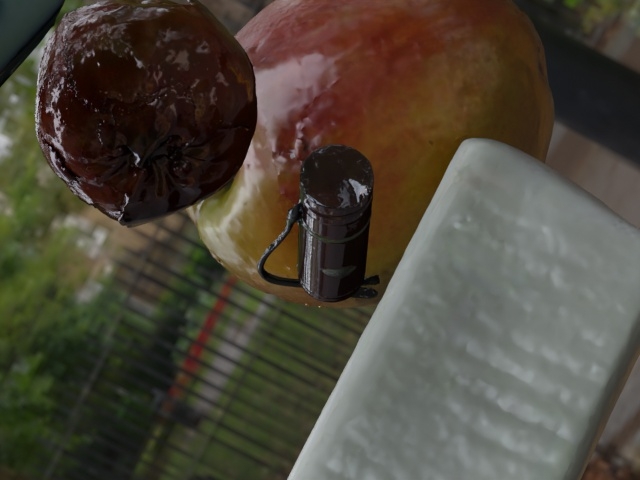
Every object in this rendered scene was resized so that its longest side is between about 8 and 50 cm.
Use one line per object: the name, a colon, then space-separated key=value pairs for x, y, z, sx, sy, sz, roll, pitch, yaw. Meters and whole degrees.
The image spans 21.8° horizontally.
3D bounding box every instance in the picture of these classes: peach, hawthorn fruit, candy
peach: x=0.053 y=-0.100 z=1.549 sx=0.372 sy=0.290 sz=0.373 roll=-24 pitch=-42 yaw=-24
hawthorn fruit: x=-0.115 y=-0.099 z=1.072 sx=0.148 sy=0.148 sz=0.172 roll=-61 pitch=29 yaw=31
candy: x=0.122 y=0.115 z=1.296 sx=0.359 sy=0.208 sz=0.145 roll=-61 pitch=-11 yaw=-15

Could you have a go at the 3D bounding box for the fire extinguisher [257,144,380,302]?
fire extinguisher: x=0.000 y=0.000 z=1.010 sx=0.157 sy=0.078 sz=0.045 roll=92 pitch=175 yaw=-63

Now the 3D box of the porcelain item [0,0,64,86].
porcelain item: x=-0.279 y=-0.093 z=0.837 sx=0.281 sy=0.157 sz=0.286 roll=-12 pitch=36 yaw=47
